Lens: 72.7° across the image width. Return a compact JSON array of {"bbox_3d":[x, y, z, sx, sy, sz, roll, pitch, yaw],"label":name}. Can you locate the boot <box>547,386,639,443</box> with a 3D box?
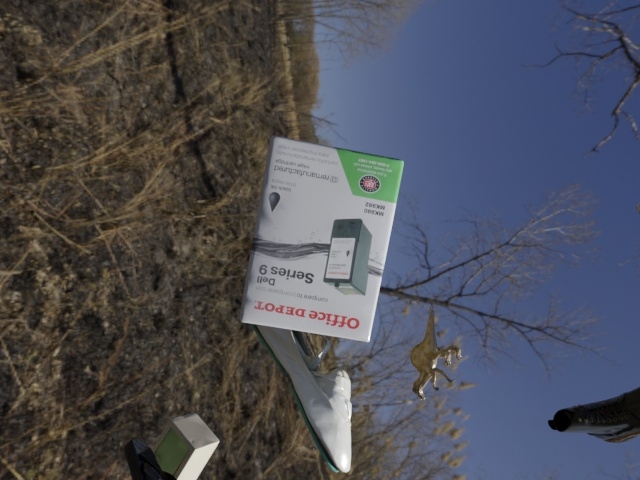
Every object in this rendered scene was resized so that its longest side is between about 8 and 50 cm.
[{"bbox_3d":[0.528,0.311,0.789,0.077,0.137,0.198,-89,-170,-50],"label":"boot"}]

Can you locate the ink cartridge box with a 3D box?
[{"bbox_3d":[0.000,0.000,0.709,0.121,0.211,0.289,-135,-125,-86],"label":"ink cartridge box"}]

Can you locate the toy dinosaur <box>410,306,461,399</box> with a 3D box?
[{"bbox_3d":[0.215,0.216,0.836,0.093,0.053,0.183,0,-108,45],"label":"toy dinosaur"}]

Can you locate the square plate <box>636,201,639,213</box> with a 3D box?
[{"bbox_3d":[0.782,-0.079,0.750,0.049,0.347,0.344,45,33,-15],"label":"square plate"}]

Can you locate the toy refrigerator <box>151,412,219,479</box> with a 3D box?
[{"bbox_3d":[-0.363,0.554,1.024,0.269,0.102,0.094,-58,152,6],"label":"toy refrigerator"}]

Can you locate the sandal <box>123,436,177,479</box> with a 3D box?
[{"bbox_3d":[-0.322,0.472,0.854,0.254,0.054,0.097,32,-21,44],"label":"sandal"}]

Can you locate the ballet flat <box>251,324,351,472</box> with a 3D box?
[{"bbox_3d":[-0.018,0.281,0.939,0.400,0.139,0.139,54,-20,31],"label":"ballet flat"}]
